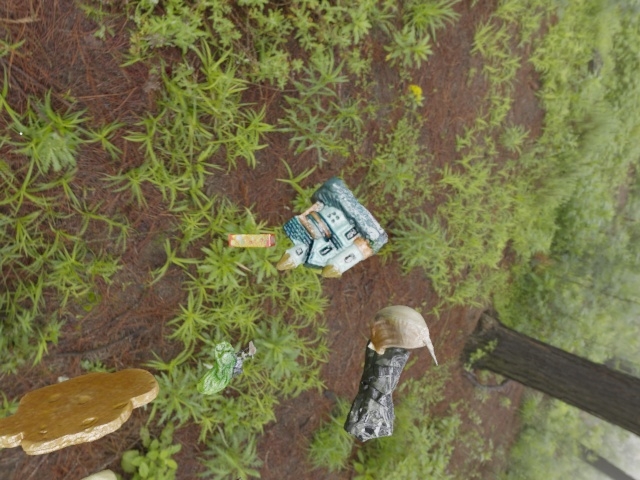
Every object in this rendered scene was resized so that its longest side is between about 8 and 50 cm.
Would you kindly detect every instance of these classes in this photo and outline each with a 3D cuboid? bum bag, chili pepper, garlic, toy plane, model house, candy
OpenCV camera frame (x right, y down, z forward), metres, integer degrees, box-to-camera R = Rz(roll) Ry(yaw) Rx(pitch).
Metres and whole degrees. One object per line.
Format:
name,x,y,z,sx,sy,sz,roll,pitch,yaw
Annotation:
bum bag,0.183,0.460,1.312,0.095,0.143,0.341,74,32,-48
chili pepper,-0.127,0.163,0.519,0.030,0.034,0.091,-26,151,-57
garlic,0.202,0.224,1.016,0.090,0.198,0.129,3,84,-41
toy plane,-0.193,0.279,0.959,0.120,0.049,0.031,-34,148,17
model house,0.000,0.000,1.187,0.291,0.184,0.253,-37,90,-8
candy,-0.193,-0.001,1.188,0.121,0.062,0.038,0,91,7

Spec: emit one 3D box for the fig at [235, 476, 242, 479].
fig,-0.158,0.760,1.094,0.169,0.274,0.146,-27,149,-9

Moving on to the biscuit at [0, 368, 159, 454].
biscuit,-0.593,0.416,1.024,0.375,0.269,0.051,-10,106,-38

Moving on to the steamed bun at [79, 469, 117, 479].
steamed bun,-0.531,0.590,0.887,0.212,0.111,0.231,-39,158,15
